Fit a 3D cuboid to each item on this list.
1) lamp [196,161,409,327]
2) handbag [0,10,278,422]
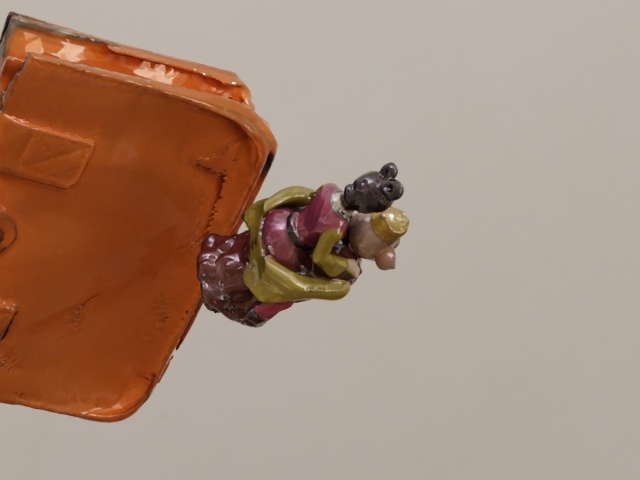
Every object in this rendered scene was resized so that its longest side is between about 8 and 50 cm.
[{"bbox_3d":[0.000,0.000,1.666,0.118,0.253,0.118,35,42,-38],"label":"lamp"},{"bbox_3d":[-0.247,-0.009,1.808,0.303,0.410,0.116,12,32,-30],"label":"handbag"}]
